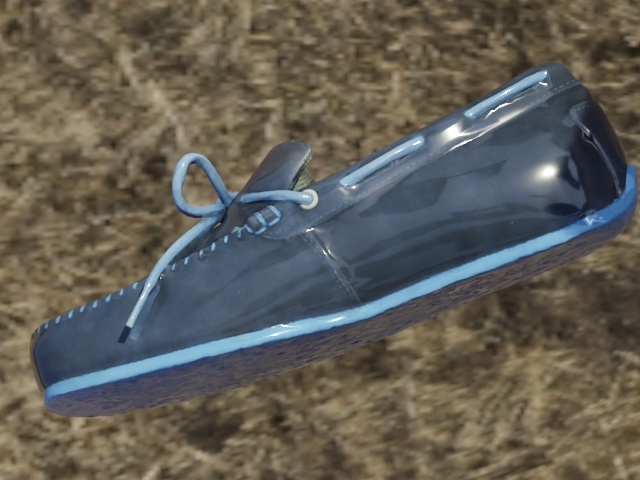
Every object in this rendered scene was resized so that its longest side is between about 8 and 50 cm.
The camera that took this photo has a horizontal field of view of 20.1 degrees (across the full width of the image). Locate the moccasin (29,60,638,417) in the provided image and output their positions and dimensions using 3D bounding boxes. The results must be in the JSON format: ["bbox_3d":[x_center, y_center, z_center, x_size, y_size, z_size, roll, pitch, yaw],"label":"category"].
[{"bbox_3d":[0.000,0.000,0.996,0.342,0.138,0.117,-19,78,-7],"label":"moccasin"}]
